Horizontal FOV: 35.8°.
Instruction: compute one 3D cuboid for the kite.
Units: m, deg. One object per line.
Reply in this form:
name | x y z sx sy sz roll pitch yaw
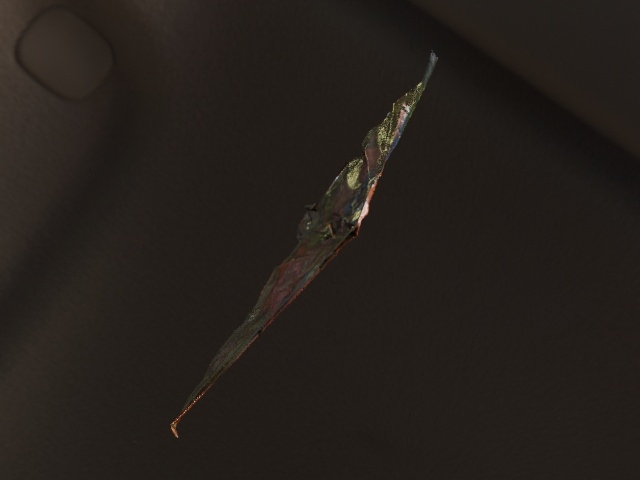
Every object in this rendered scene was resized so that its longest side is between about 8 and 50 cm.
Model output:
kite | 0.000 0.000 0.623 0.016 0.234 0.321 35 -95 -9
